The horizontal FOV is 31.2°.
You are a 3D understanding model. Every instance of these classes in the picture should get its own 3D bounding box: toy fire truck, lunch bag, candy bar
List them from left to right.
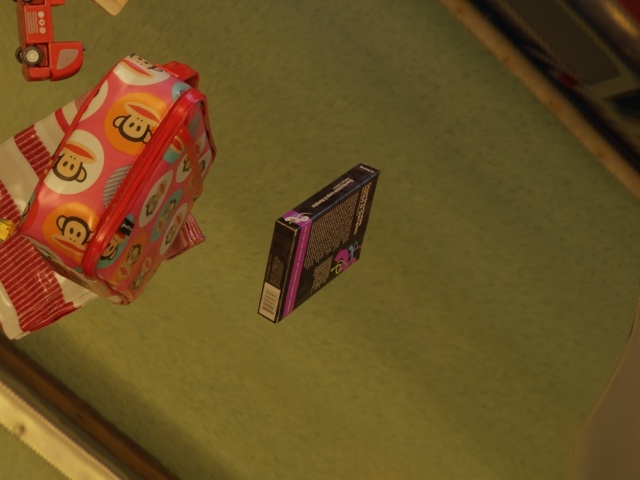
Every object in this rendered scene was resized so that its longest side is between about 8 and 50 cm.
[{"bbox_3d":[-0.339,-0.009,1.175,0.018,0.161,0.040,41,77,-21],"label":"candy bar"},{"bbox_3d":[-0.246,-0.261,1.172,0.135,0.047,0.192,-8,102,-23],"label":"toy fire truck"},{"bbox_3d":[-0.200,-0.072,1.229,0.120,0.293,0.258,28,79,3],"label":"lunch bag"}]

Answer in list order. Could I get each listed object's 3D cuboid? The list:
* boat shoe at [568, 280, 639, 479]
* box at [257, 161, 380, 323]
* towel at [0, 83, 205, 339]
[{"bbox_3d":[0.127,0.040,0.320,0.076,0.080,0.228,-10,123,-15],"label":"boat shoe"},{"bbox_3d":[0.000,0.000,1.160,0.162,0.029,0.116,-34,145,-48],"label":"box"},{"bbox_3d":[-0.337,-0.031,1.480,0.329,0.037,0.237,-27,95,21],"label":"towel"}]
